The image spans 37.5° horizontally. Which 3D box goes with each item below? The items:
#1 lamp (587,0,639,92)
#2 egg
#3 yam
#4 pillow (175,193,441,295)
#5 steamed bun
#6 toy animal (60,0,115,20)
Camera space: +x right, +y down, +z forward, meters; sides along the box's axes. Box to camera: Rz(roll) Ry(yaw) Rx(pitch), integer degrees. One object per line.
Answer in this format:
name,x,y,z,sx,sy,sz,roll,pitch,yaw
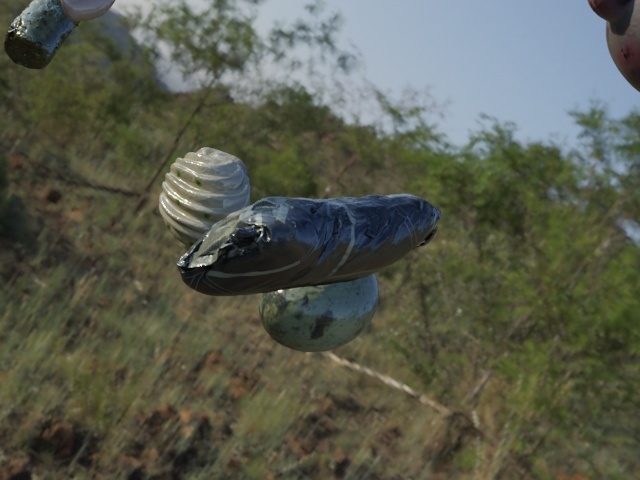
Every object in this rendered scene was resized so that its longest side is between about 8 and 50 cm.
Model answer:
lamp,0.496,-0.293,1.129,0.247,0.301,0.247,53,-8,-11
egg,-0.005,0.077,1.244,0.141,0.141,0.182,38,39,27
yam,-0.395,-0.331,1.394,0.078,0.179,0.078,17,-35,12
pillow,0.000,0.000,1.006,0.162,0.092,0.335,-17,-8,39
steamed bun,-0.200,-0.072,1.563,0.106,0.182,0.183,10,23,-48
toy animal,-0.260,-0.364,0.926,0.256,0.195,0.213,41,3,-19
